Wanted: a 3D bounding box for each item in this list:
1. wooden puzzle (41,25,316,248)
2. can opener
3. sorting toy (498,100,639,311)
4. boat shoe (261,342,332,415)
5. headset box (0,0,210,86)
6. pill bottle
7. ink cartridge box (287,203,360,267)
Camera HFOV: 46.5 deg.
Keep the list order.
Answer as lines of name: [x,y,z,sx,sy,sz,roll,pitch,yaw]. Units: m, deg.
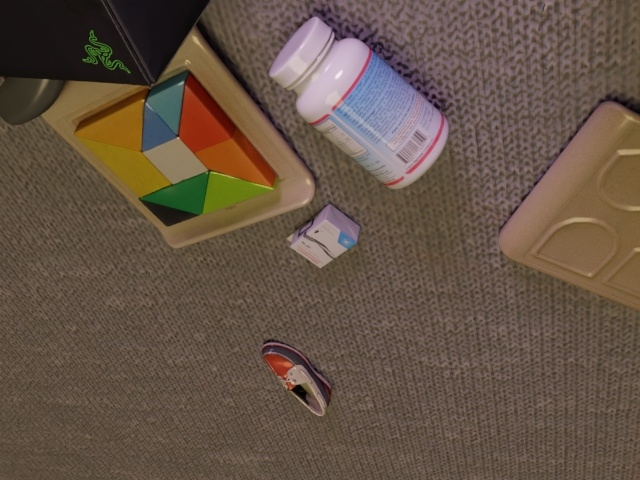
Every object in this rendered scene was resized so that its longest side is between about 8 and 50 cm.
wooden puzzle: [-0.153,-0.095,0.790,0.220,0.044,0.239,-17,128,29]
can opener: [-0.369,-0.126,0.786,0.280,0.074,0.093,-31,101,39]
sorting toy: [0.342,-0.049,0.713,0.229,0.041,0.307,24,135,-3]
boat shoe: [-0.034,0.195,1.049,0.049,0.043,0.137,-23,123,35]
headset box: [-0.238,-0.248,0.538,0.282,0.131,0.246,9,146,23]
pill bottle: [0.035,-0.125,0.678,0.160,0.087,0.087,37,132,-21]
ink cartridge box: [0.000,0.000,0.855,0.048,0.028,0.083,36,133,-20]
